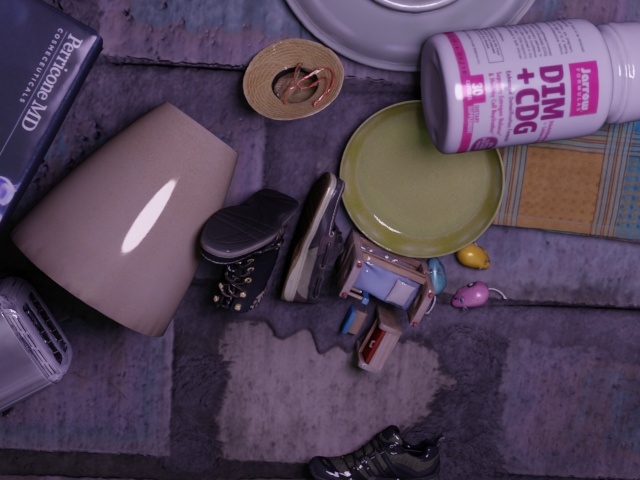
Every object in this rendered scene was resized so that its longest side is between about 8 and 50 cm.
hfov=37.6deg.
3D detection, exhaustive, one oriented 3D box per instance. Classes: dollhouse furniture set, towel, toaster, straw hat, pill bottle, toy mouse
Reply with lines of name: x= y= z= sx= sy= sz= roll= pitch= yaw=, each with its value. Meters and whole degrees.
dollhouse furniture set: x=0.071 y=0.106 z=1.434 sx=0.129 sy=0.129 sz=0.183 roll=23 pitch=110 yaw=-10
towel: x=0.397 y=-0.135 z=1.395 sx=0.370 sy=0.040 sz=0.271 roll=6 pitch=111 yaw=-2
toaster: x=-0.485 y=0.165 z=1.446 sx=0.147 sy=0.129 sz=0.227 roll=-25 pitch=109 yaw=6
straw hat: x=-0.033 y=-0.213 z=1.335 sx=0.145 sy=0.144 sz=0.061 roll=-17 pitch=154 yaw=5
pill bottle: x=0.287 y=-0.210 z=1.251 sx=0.283 sy=0.160 sz=0.160 roll=-8 pitch=112 yaw=-6
toy mouse: x=0.212 y=0.071 z=1.476 sx=0.161 sy=0.031 sz=0.143 roll=38 pitch=107 yaw=-15

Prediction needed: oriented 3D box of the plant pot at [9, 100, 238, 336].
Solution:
plant pot: x=-0.246 y=-0.049 z=1.320 sx=0.256 sy=0.256 sz=0.274 roll=36 pitch=91 yaw=-15

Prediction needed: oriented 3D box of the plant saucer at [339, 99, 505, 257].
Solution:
plant saucer: x=0.149 y=-0.092 z=1.387 sx=0.241 sy=0.037 sz=0.240 roll=4 pitch=111 yaw=10

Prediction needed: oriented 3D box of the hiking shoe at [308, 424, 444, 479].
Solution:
hiking shoe: x=0.093 y=0.359 z=1.575 sx=0.227 sy=0.086 sz=0.114 roll=4 pitch=99 yaw=-9

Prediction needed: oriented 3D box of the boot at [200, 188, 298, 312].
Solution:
boot: x=-0.115 y=0.036 z=1.354 sx=0.085 sy=0.236 sz=0.178 roll=26 pitch=116 yaw=11

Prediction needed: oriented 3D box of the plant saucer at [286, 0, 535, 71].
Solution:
plant saucer: x=0.124 y=-0.413 z=1.232 sx=0.401 sy=0.100 sz=0.400 roll=0 pitch=111 yaw=0

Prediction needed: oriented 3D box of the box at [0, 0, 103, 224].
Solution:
box: x=-0.521 y=-0.225 z=1.192 sx=0.396 sy=0.212 sz=0.293 roll=28 pitch=90 yaw=-15

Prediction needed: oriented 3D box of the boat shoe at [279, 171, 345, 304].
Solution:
boat shoe: x=0.000 y=0.001 z=1.421 sx=0.073 sy=0.080 sz=0.223 roll=15 pitch=116 yaw=-13
